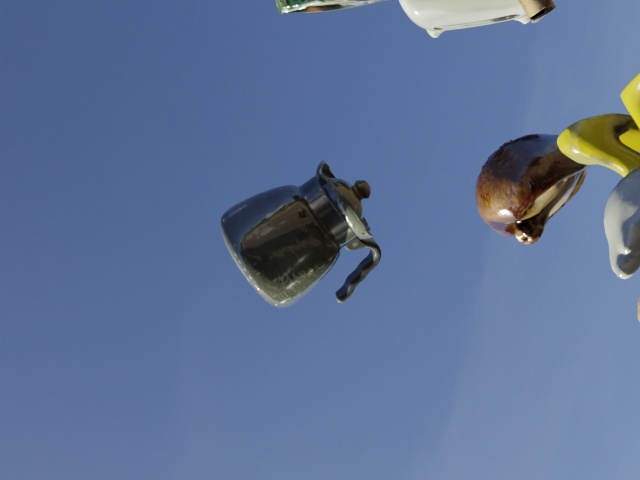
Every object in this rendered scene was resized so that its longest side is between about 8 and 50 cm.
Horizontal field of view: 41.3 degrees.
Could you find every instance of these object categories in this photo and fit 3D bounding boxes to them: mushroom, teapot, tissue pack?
[{"bbox_3d":[0.340,-0.096,1.388,0.194,0.138,0.231,-53,-17,-7],"label":"mushroom"},{"bbox_3d":[-0.002,0.002,1.644,0.285,0.223,0.305,-34,-79,7],"label":"teapot"},{"bbox_3d":[0.328,-0.576,1.837,0.229,0.332,0.236,-33,-64,-71],"label":"tissue pack"}]

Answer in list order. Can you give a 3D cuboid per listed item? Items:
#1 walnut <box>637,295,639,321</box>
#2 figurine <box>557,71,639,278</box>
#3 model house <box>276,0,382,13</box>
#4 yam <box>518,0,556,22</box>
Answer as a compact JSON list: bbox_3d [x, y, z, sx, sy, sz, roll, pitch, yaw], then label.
[{"bbox_3d":[0.591,0.113,1.336,0.184,0.155,0.156,14,-92,-13],"label":"walnut"},{"bbox_3d":[0.370,0.027,0.685,0.204,0.283,0.339,92,173,-68],"label":"figurine"},{"bbox_3d":[0.023,-0.574,1.571,0.271,0.190,0.301,-28,-73,-57],"label":"model house"},{"bbox_3d":[0.252,-0.430,1.205,0.046,0.046,0.264,-39,-80,-35],"label":"yam"}]
